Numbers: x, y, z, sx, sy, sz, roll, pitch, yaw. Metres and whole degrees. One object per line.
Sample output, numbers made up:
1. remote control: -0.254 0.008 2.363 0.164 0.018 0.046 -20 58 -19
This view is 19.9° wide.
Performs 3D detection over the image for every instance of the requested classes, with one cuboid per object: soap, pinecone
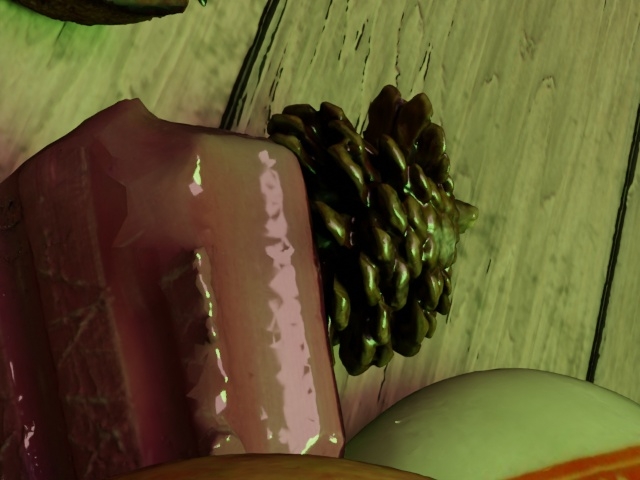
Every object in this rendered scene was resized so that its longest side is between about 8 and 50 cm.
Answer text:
1. soap: -0.100 0.089 1.035 0.127 0.220 0.325 7 67 -53
2. pinecone: 0.001 0.000 1.203 0.212 0.168 0.185 -14 85 -47

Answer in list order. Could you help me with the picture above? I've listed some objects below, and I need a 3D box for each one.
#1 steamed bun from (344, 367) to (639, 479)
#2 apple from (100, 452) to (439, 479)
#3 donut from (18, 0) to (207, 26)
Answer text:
1. steamed bun: 0.166 0.262 1.203 0.374 0.241 0.374 18 64 -40
2. apple: -0.013 0.266 0.768 0.364 0.364 0.364 21 58 -38
3. donut: -0.183 -0.232 1.186 0.141 0.085 0.217 -13 81 -47
